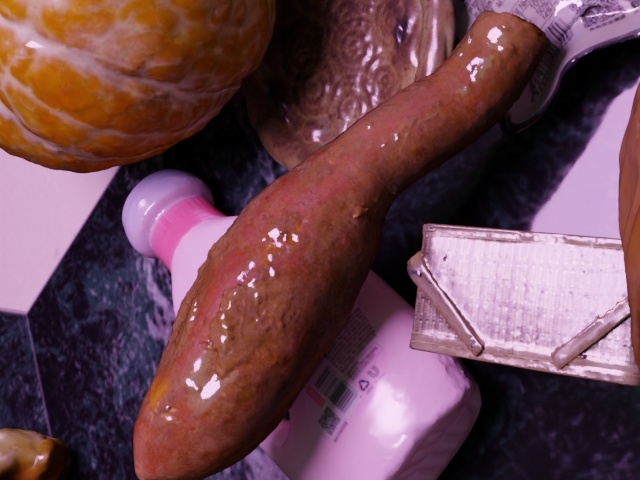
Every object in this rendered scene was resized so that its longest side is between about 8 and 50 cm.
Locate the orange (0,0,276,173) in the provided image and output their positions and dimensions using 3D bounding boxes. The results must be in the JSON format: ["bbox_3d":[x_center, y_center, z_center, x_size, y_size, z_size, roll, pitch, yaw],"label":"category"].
[{"bbox_3d":[-0.171,-0.217,0.766,0.329,0.249,0.329,-5,83,45],"label":"orange"}]

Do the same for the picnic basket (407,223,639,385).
[{"bbox_3d":[0.145,0.039,0.606,0.164,0.115,0.079,6,87,35],"label":"picnic basket"}]

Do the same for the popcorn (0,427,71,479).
[{"bbox_3d":[-0.389,0.309,0.863,0.326,0.290,0.321,35,112,63],"label":"popcorn"}]

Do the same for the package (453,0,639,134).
[{"bbox_3d":[0.142,-0.196,0.684,0.166,0.040,0.232,-45,55,29],"label":"package"}]

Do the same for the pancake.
[{"bbox_3d":[0.015,-0.150,0.767,0.235,0.029,0.211,34,108,41],"label":"pancake"}]

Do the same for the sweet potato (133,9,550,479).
[{"bbox_3d":[0.000,0.000,0.640,0.109,0.109,0.385,35,87,33],"label":"sweet potato"}]

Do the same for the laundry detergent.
[{"bbox_3d":[-0.036,0.061,0.751,0.335,0.088,0.159,41,103,33],"label":"laundry detergent"}]

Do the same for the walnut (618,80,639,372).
[{"bbox_3d":[0.313,-0.018,0.381,0.398,0.308,0.354,-28,36,30],"label":"walnut"}]
